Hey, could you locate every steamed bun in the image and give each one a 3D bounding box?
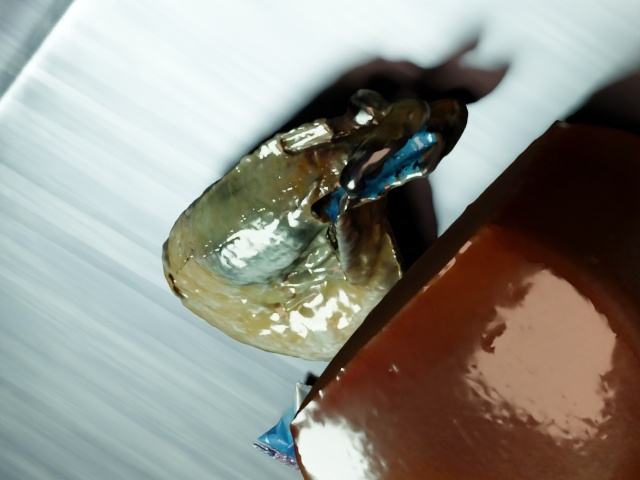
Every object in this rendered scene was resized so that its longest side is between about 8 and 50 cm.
[{"bbox_3d":[0.166,0.106,1.506,0.248,0.235,0.379,40,130,-1],"label":"steamed bun"}]

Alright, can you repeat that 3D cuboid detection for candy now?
[{"bbox_3d":[-0.006,0.193,1.945,0.088,0.038,0.136,30,136,-2],"label":"candy"}]

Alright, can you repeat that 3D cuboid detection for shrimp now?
[{"bbox_3d":[0.000,0.000,1.659,0.221,0.110,0.445,31,149,-8],"label":"shrimp"}]
